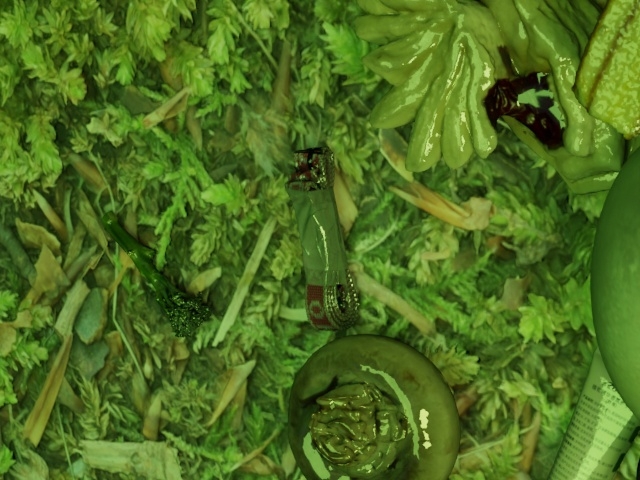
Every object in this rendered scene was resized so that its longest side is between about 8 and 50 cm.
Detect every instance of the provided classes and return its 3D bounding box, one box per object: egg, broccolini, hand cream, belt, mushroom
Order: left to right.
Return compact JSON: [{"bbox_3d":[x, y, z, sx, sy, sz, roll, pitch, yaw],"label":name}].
[{"bbox_3d":[-0.235,0.040,2.072,0.216,0.058,0.067,48,123,17],"label":"broccolini"},{"bbox_3d":[0.000,0.000,1.907,0.053,0.071,0.232,-5,95,40],"label":"belt"},{"bbox_3d":[0.058,0.227,1.848,0.226,0.178,0.226,6,106,23],"label":"mushroom"},{"bbox_3d":[0.308,0.259,1.770,0.095,0.059,0.276,30,108,26],"label":"hand cream"},{"bbox_3d":[0.401,0.049,1.548,0.258,0.258,0.352,1,98,33],"label":"egg"}]

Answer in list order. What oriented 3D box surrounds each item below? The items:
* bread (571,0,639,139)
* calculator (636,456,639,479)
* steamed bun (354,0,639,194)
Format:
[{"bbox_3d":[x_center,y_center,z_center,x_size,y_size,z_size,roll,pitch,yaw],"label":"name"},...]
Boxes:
[{"bbox_3d":[0.356,-0.216,1.545,0.110,0.234,0.184,36,117,19],"label":"bread"},{"bbox_3d":[0.411,0.285,1.606,0.177,0.268,0.040,30,70,25],"label":"calculator"},{"bbox_3d":[0.174,-0.220,1.696,0.247,0.189,0.428,-28,84,41],"label":"steamed bun"}]
